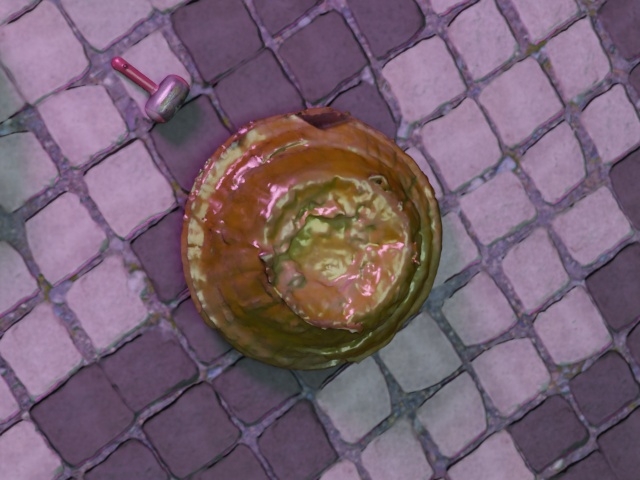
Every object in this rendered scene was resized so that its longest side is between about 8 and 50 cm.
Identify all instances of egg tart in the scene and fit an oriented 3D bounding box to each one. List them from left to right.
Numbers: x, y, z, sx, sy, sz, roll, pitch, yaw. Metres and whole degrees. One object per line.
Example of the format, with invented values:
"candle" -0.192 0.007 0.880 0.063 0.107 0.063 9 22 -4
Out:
"egg tart" 0.000 0.000 1.945 0.290 0.115 0.290 -2 94 -21

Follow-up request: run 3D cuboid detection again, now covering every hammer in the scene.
"hammer" -0.176 -0.159 1.911 0.083 0.031 0.052 36 80 -9
